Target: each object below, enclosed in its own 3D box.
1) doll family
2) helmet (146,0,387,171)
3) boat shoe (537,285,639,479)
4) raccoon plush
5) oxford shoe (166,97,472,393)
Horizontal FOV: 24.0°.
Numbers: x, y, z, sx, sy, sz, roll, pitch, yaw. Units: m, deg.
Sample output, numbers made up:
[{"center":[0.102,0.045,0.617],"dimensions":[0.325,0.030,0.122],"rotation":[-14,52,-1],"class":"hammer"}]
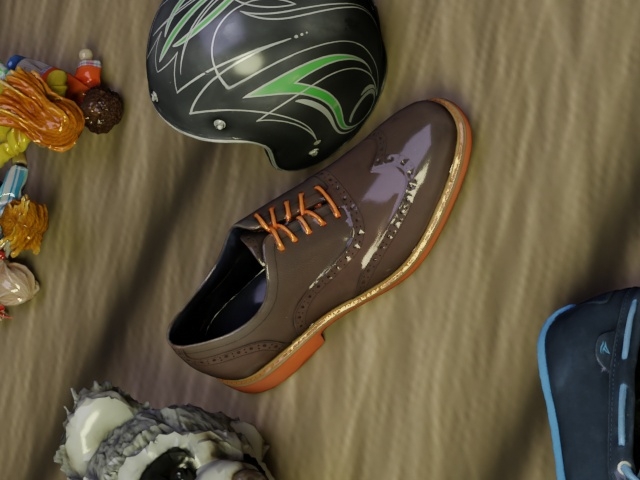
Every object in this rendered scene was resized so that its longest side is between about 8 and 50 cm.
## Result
[{"center":[-0.272,-0.058,1.271],"dimensions":[0.163,0.118,0.263],"rotation":[22,86,37],"class":"doll family"},{"center":[-0.044,-0.143,1.120],"dimensions":[0.169,0.161,0.170],"rotation":[-12,66,30],"class":"helmet"},{"center":[0.194,0.142,0.888],"dimensions":[0.089,0.109,0.258],"rotation":[-33,59,34],"class":"boat shoe"},{"center":[-0.185,0.297,1.043],"dimensions":[0.446,0.216,0.299],"rotation":[-31,51,22],"class":"raccoon plush"},{"center":[0.000,0.000,1.078],"dimensions":[0.271,0.098,0.097],"rotation":[-49,53,9],"class":"oxford shoe"}]
